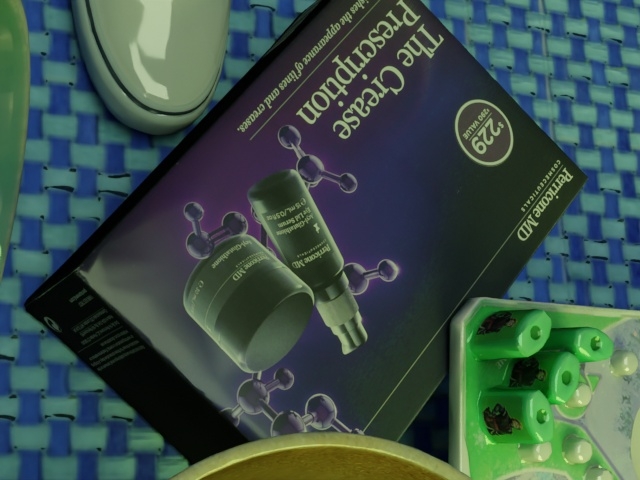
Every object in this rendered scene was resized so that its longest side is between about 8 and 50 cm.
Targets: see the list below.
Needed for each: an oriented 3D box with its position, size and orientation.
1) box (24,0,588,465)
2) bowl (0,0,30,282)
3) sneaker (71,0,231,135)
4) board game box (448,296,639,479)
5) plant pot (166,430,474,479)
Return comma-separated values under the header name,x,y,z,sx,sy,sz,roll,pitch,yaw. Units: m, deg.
name,x,y,z,sx,sy,sz,roll,pitch,yaw
box,0.000,0.000,0.754,0.184,0.103,0.261,46,62,-12
bowl,-0.239,0.025,0.539,0.163,0.311,0.312,15,69,-3
sneaker,-0.083,-0.190,0.767,0.094,0.091,0.258,7,73,-25
board game box,0.238,0.237,0.780,0.389,0.050,0.390,6,81,-33
plant pot,-0.047,0.216,0.581,0.237,0.254,0.237,8,72,-25
